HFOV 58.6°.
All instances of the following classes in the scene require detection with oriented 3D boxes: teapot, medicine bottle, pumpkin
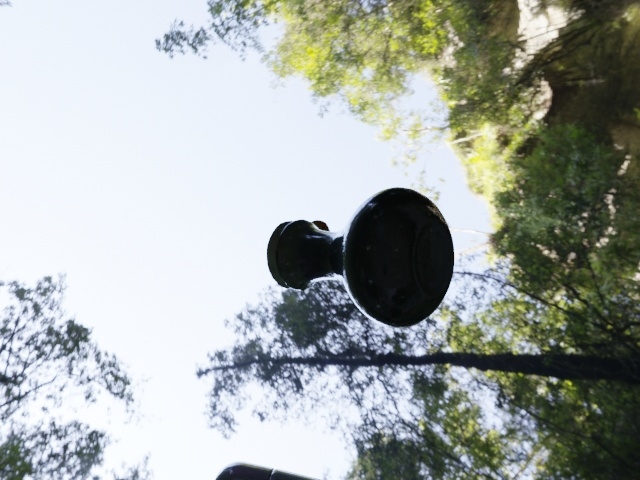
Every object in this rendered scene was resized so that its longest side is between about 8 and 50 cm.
[{"bbox_3d":[0.047,0.023,0.786,0.184,0.251,0.183,1,-92,-49],"label":"teapot"},{"bbox_3d":[-0.063,0.555,1.193,0.341,0.130,0.130,10,-80,8],"label":"medicine bottle"},{"bbox_3d":[0.000,-0.001,1.079,0.050,0.028,0.083,-39,-81,-15],"label":"pumpkin"}]
